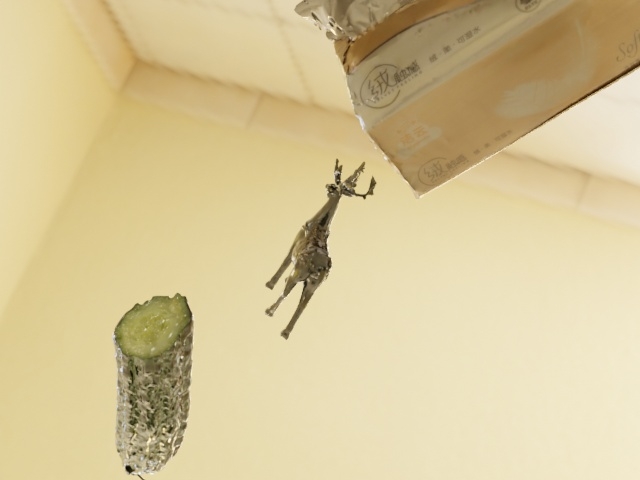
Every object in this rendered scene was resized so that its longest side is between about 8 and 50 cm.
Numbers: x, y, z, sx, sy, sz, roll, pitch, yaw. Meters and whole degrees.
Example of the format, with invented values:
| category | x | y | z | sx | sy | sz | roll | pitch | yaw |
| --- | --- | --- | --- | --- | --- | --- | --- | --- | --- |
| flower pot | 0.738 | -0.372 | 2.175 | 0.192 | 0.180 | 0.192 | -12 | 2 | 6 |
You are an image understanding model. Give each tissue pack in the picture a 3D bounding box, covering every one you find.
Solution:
| category | x | y | z | sx | sy | sz | roll | pitch | yaw |
| --- | --- | --- | --- | --- | --- | --- | --- | --- | --- |
| tissue pack | 0.150 | -0.234 | 1.770 | 0.305 | 0.238 | 0.238 | -31 | 132 | 16 |

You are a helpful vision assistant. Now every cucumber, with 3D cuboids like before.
| category | x | y | z | sx | sy | sz | roll | pitch | yaw |
| --- | --- | --- | --- | --- | --- | --- | --- | --- | --- |
| cucumber | -0.159 | 0.150 | 1.717 | 0.077 | 0.077 | 0.265 | 20 | 142 | 12 |

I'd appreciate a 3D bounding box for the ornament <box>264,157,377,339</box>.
| category | x | y | z | sx | sy | sz | roll | pitch | yaw |
| --- | --- | --- | --- | --- | --- | --- | --- | --- | --- |
| ornament | 0.000 | 0.000 | 1.216 | 0.028 | 0.073 | 0.125 | 25 | 119 | -15 |
